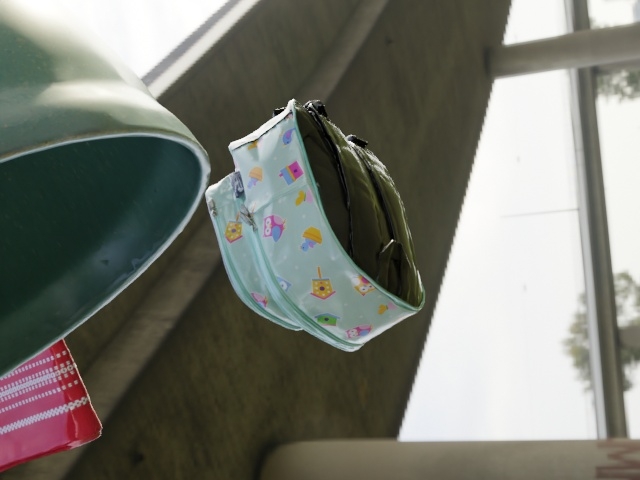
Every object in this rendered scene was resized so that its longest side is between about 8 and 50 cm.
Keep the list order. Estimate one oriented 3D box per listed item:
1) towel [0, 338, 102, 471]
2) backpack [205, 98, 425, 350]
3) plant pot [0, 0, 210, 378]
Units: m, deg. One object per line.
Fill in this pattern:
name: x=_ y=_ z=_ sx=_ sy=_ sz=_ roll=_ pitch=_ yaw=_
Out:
towel: x=-0.315 y=0.074 z=0.806 sx=0.031 sy=0.199 sz=0.274 roll=-32 pitch=-80 yaw=-61
backpack: x=0.000 y=0.000 z=0.775 sx=0.166 sy=0.144 sz=0.188 roll=36 pitch=-158 yaw=-48
plant pot: x=-0.228 y=-0.035 z=0.430 sx=0.196 sy=0.293 sz=0.293 roll=55 pitch=-159 yaw=9
